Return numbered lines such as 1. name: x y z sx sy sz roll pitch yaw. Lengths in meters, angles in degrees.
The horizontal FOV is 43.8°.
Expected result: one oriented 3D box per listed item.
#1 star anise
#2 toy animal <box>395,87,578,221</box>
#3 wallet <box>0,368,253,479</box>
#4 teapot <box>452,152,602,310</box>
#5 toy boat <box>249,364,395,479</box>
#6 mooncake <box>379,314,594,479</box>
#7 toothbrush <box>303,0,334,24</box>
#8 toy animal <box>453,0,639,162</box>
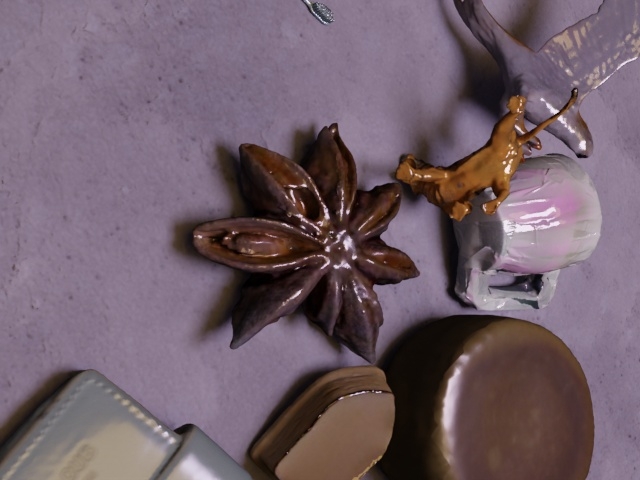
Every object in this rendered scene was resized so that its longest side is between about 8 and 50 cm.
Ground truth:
1. star anise: -0.003 0.019 0.952 0.315 0.108 0.315 -1 91 -35
2. toy animal: 0.217 -0.104 0.998 0.114 0.255 0.116 60 27 -3
3. wallet: -0.180 0.313 0.814 0.360 0.083 0.252 41 63 -8
4. teapot: 0.265 -0.012 1.119 0.178 0.221 0.163 -10 55 -23
5. toy boat: 0.019 0.231 0.958 0.188 0.061 0.116 -45 113 -9
6. mooncake: 0.213 0.239 1.052 0.284 0.155 0.284 1 87 -30
7. toothbrush: -0.063 -0.340 0.974 0.219 0.019 0.016 39 74 -25
8. toy animal: 0.275 -0.257 1.078 0.284 0.225 0.302 27 60 -12
